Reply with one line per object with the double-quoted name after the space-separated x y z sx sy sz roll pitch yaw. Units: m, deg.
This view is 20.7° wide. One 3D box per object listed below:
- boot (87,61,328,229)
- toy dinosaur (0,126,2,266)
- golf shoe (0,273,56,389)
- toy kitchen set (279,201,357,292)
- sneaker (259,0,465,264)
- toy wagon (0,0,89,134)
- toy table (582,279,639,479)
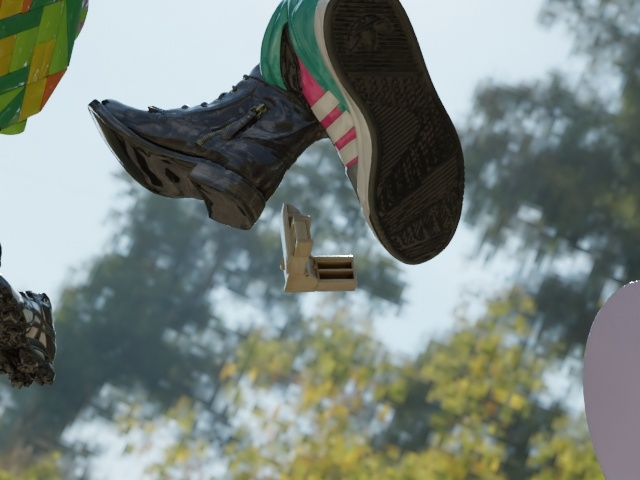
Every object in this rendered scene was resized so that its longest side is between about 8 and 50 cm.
-0.086 -0.140 1.829 0.263 0.229 0.091 29 -24 25 "boot"
-0.405 0.017 1.670 0.164 0.322 0.218 13 -16 -22 "toy dinosaur"
-0.351 0.081 1.983 0.077 0.094 0.198 0 -38 11 "golf shoe"
0.000 0.000 1.742 0.075 0.068 0.083 0 -37 -12 "toy kitchen set"
0.031 -0.128 1.664 0.178 0.124 0.295 39 -29 58 "sneaker"
-0.345 -0.243 2.014 0.068 0.267 0.344 24 25 15 "toy wagon"
0.356 0.167 1.507 0.161 0.274 0.252 17 -39 -38 "toy table"
